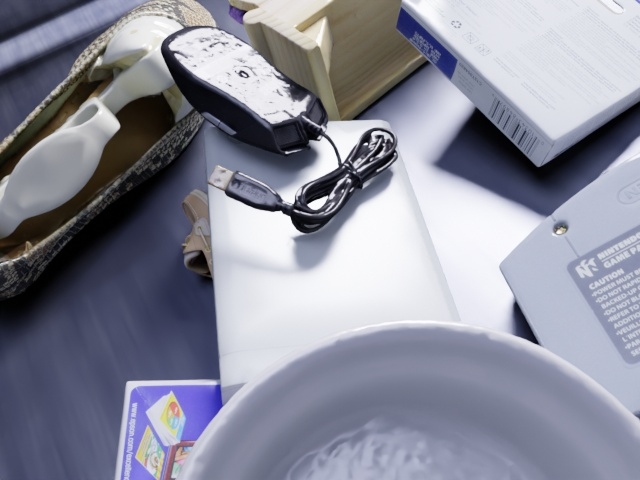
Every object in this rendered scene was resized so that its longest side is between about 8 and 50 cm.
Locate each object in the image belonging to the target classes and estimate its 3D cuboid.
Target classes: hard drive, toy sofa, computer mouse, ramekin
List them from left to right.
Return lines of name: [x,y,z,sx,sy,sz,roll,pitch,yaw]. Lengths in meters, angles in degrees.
computer mouse: [-0.069,-0.101,0.642,0.262,0.060,0.184,33,47,7]
hard drive: [0.000,0.000,0.621,0.203,0.040,0.308,-4,49,-10]
toy sofa: [0.080,-0.292,0.797,0.362,0.150,0.177,-40,54,-14]
ramekin: [0.055,0.194,0.369,0.277,0.135,0.277,0,67,1]

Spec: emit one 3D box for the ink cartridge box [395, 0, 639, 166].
ink cartridge box: [0.232,-0.210,0.694,0.224,0.045,0.223,-31,68,-20]

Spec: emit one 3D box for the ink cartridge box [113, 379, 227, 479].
ink cartridge box: [-0.048,0.202,0.491,0.208,0.045,0.206,-1,50,-5]

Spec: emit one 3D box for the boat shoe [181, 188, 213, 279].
boat shoe: [-0.111,0.011,0.673,0.059,0.063,0.170,-29,49,-13]

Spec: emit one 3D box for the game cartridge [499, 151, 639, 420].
game cartridge: [0.296,0.006,0.493,0.297,0.062,0.198,-32,42,16]

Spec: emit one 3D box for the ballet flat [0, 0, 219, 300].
ballet flat: [-0.245,-0.127,0.756,0.483,0.164,0.182,-54,17,-22]
